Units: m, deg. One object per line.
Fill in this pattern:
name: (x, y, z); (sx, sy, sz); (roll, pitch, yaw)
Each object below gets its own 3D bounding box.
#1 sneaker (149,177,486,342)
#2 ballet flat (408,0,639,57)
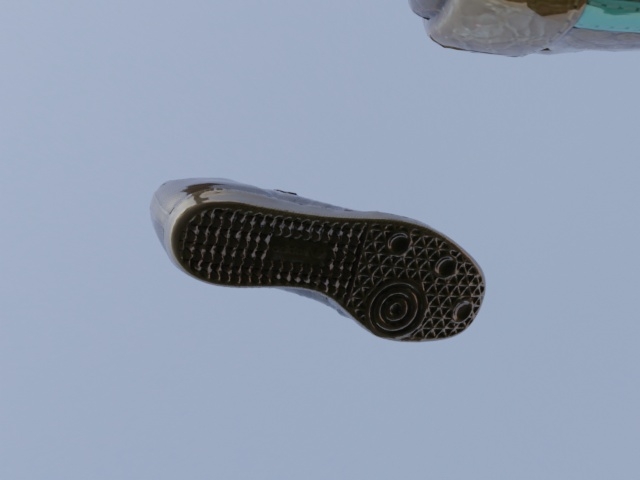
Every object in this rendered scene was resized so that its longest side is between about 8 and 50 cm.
sneaker: (0.000, 0.000, 0.883); (0.188, 0.071, 0.066); (17, -74, -28)
ballet flat: (0.102, -0.179, 0.507); (0.124, 0.116, 0.342); (16, -130, -6)
